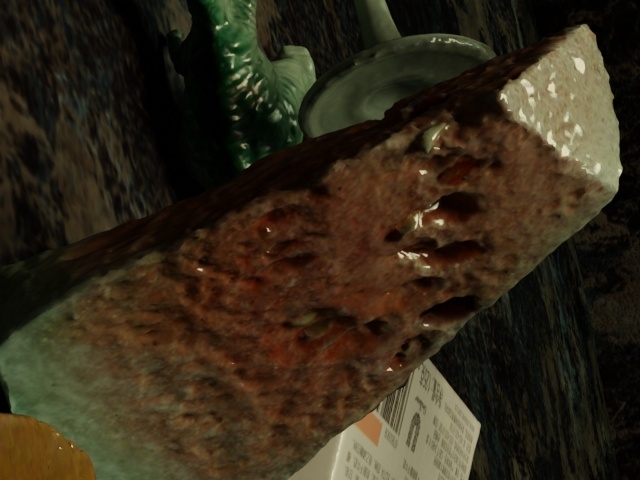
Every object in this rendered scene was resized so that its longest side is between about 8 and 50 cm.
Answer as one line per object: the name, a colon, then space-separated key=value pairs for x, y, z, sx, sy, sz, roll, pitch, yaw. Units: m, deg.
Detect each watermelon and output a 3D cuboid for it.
watermelon: x=0.000 y=0.000 z=0.672 sx=0.154 sy=0.241 sz=0.094 roll=49 pitch=15 yaw=-54

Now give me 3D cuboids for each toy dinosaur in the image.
toy dinosaur: x=-0.023 y=-0.024 z=0.953 sx=0.129 sy=0.076 sz=0.383 roll=-65 pitch=138 yaw=-59

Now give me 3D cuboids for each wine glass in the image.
wine glass: x=0.024 y=-0.166 z=1.000 sx=0.264 sy=0.096 sz=0.310 roll=52 pitch=20 yaw=-62

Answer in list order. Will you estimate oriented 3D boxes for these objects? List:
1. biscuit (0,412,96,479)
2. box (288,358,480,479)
biscuit: x=-0.109 y=0.112 z=0.537 sx=0.250 sy=0.035 sz=0.162 roll=-51 pitch=133 yaw=-73
box: x=0.002 y=0.111 z=0.834 sx=0.199 sy=0.081 sz=0.135 roll=51 pitch=50 yaw=-60
